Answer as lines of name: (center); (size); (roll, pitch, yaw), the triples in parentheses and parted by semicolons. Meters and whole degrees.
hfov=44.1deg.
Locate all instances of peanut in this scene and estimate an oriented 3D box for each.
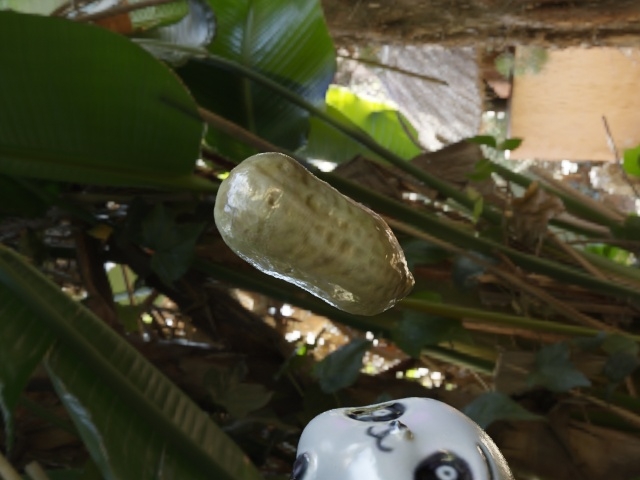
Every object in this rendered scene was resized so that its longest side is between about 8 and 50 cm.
peanut: (0.000, 0.000, 0.867); (0.122, 0.253, 0.137); (-63, 14, -8)

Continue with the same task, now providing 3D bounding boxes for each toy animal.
toy animal: (0.041, 0.286, 0.731); (0.251, 0.310, 0.251); (56, 169, 17)
